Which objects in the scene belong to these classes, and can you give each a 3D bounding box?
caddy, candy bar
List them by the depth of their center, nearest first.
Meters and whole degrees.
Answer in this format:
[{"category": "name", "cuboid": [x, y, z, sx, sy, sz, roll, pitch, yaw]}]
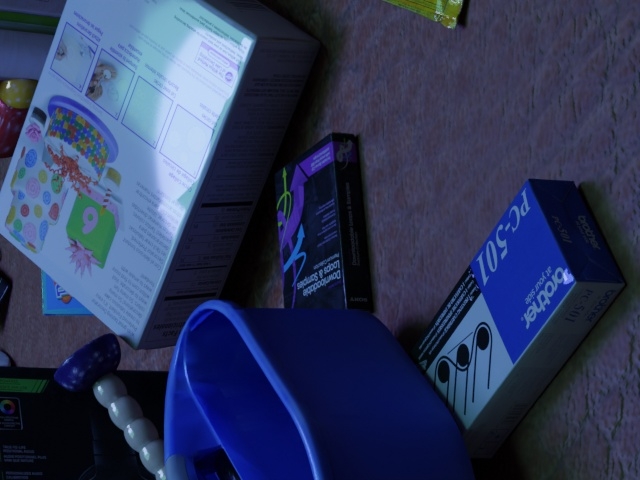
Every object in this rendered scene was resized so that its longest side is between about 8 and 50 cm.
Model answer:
[{"category": "caddy", "cuboid": [-0.027, 0.190, 1.423, 0.341, 0.179, 0.241, -127, 42, -52]}, {"category": "candy bar", "cuboid": [0.074, -0.207, 1.537, 0.161, 0.018, 0.040, 32, 111, 60]}]

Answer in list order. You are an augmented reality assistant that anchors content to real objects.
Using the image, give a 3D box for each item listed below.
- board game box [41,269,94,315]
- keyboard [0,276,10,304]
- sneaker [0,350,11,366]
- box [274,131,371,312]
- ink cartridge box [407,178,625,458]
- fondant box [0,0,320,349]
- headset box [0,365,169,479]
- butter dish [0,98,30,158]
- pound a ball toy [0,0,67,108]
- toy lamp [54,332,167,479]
[{"category": "board game box", "cuboid": [-0.201, -0.002, 1.906, 0.210, 0.047, 0.160, 0, 93, 39]}, {"category": "keyboard", "cuboid": [-0.457, 0.050, 2.500, 0.180, 0.023, 0.108, 30, 97, 57]}, {"category": "sneaker", "cuboid": [-0.450, 0.189, 2.441, 0.212, 0.080, 0.094, -147, 53, -67]}, {"category": "box", "cuboid": [0.000, 0.000, 1.639, 0.116, 0.029, 0.162, -33, 59, 57]}, {"category": "ink cartridge box", "cuboid": [0.136, 0.060, 1.352, 0.207, 0.046, 0.097, -59, 39, 41]}, {"category": "fondant box", "cuboid": [-0.165, -0.097, 1.778, 0.238, 0.096, 0.330, 37, 114, 32]}, {"category": "headset box", "cuboid": [-0.216, 0.257, 1.784, 0.131, 0.246, 0.283, -52, 42, 48]}, {"category": "butter dish", "cuboid": [-0.357, -0.151, 2.246, 0.118, 0.160, 0.160, 55, 139, 19]}, {"category": "pound a ball toy", "cuboid": [-0.329, -0.219, 1.984, 0.208, 0.319, 0.136, -23, 67, 59]}, {"category": "toy lamp", "cuboid": [-0.141, 0.214, 1.716, 0.274, 0.080, 0.080, 50, 138, 12]}]
